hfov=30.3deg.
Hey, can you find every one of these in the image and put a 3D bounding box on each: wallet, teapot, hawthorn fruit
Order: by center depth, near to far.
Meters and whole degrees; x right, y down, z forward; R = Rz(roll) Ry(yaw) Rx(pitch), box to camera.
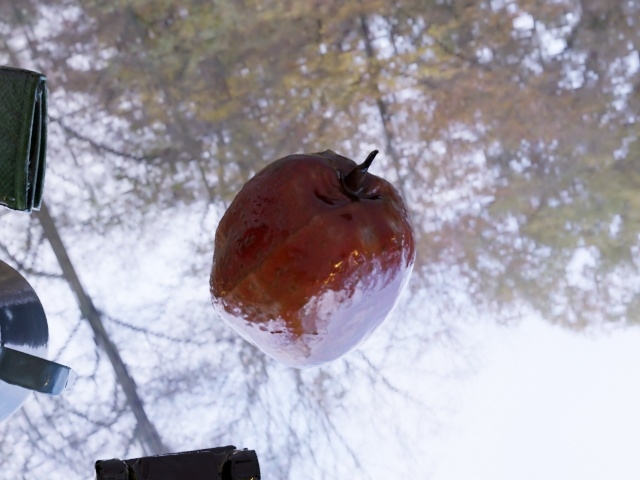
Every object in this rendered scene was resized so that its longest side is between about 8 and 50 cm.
[{"bbox_3d":[-0.303,0.087,0.974,0.203,0.171,0.225,18,171,-6],"label":"teapot"},{"bbox_3d":[-0.392,-0.127,1.384,0.236,0.160,0.055,13,-168,40],"label":"wallet"},{"bbox_3d":[0.000,0.000,1.451,0.254,0.300,0.254,16,-135,-16],"label":"hawthorn fruit"}]

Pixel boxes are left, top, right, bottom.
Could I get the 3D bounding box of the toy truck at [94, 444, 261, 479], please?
[{"bbox_3d":[-0.086,0.260,0.815,0.127,0.127,0.257,-6,-136,-12],"label":"toy truck"}]
